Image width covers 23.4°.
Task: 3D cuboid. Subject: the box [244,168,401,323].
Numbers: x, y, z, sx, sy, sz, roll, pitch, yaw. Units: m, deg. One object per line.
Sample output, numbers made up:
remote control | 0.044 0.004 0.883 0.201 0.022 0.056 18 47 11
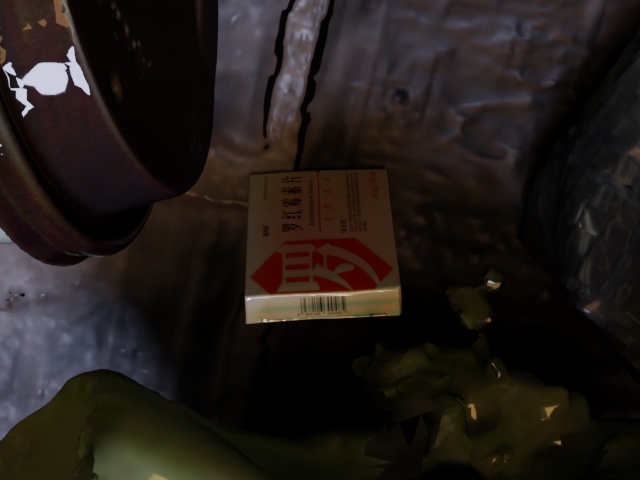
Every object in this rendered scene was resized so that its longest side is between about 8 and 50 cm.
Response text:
box | 0.000 0.000 0.600 0.058 0.093 0.015 -4 121 1

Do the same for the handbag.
handbag | 0.205 0.009 0.622 0.270 0.088 0.175 40 99 -16

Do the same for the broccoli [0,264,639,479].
broccoli | 0.001 0.155 0.588 0.281 0.293 0.348 44 144 -22

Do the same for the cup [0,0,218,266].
cup | -0.182 -0.073 0.522 0.280 0.196 0.196 -9 114 11
